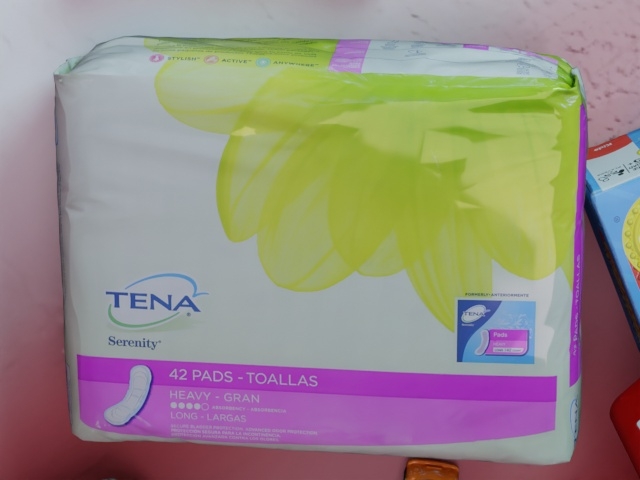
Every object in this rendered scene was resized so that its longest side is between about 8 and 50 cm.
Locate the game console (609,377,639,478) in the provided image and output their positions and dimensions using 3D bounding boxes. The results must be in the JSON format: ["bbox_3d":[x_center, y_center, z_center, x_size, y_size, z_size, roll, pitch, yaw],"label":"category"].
[{"bbox_3d":[0.236,0.102,1.037,0.124,0.144,0.085,-43,102,9],"label":"game console"}]

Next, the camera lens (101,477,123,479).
[{"bbox_3d":[-0.172,0.298,1.126,0.274,0.219,0.219,-39,104,8],"label":"camera lens"}]

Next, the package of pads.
[{"bbox_3d":[0.000,0.000,1.089,0.296,0.101,0.229,2,106,7],"label":"package of pads"}]

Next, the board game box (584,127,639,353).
[{"bbox_3d":[0.343,0.038,1.144,0.302,0.086,0.308,-23,106,4],"label":"board game box"}]

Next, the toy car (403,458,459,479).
[{"bbox_3d":[0.033,0.151,1.186,0.122,0.040,0.060,25,103,-10],"label":"toy car"}]
